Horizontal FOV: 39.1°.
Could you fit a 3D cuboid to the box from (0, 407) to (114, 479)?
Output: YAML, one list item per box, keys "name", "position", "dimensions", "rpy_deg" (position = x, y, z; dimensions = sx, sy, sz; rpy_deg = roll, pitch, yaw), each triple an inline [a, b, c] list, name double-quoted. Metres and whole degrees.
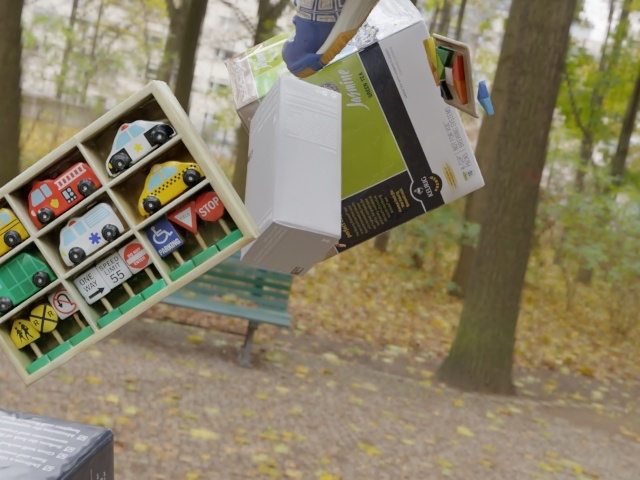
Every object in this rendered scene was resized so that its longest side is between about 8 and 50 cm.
- name: "box"
  position: [-0.466, 0.378, 1.073]
  dimensions: [0.293, 0.212, 0.395]
  rpy_deg: [7, 16, 15]

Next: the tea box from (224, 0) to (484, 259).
- name: "tea box"
  position: [0.056, -0.198, 1.523]
  dimensions: [0.323, 0.329, 0.220]
  rpy_deg: [-25, 33, 3]

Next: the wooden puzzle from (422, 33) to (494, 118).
- name: "wooden puzzle"
  position: [0.122, -0.151, 0.831]
  dimensions: [0.014, 0.079, 0.116]
  rpy_deg: [-20, 18, -10]

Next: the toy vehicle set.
- name: "toy vehicle set"
  position: [-0.208, -0.003, 0.830]
  dimensions: [0.166, 0.266, 0.035]
  rpy_deg: [56, 11, -4]

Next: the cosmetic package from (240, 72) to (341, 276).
- name: "cosmetic package"
  position: [-0.038, -0.086, 1.212]
  dimensions: [0.107, 0.238, 0.127]
  rpy_deg: [16, -35, -19]

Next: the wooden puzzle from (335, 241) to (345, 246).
- name: "wooden puzzle"
  position: [0.000, 0.000, 1.388]
  dimensions: [0.083, 0.006, 0.049]
  rpy_deg: [10, 6, 13]

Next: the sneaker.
- name: "sneaker"
  position: [0.016, -0.306, 1.012]
  dimensions: [0.131, 0.112, 0.296]
  rpy_deg: [35, -40, -9]
